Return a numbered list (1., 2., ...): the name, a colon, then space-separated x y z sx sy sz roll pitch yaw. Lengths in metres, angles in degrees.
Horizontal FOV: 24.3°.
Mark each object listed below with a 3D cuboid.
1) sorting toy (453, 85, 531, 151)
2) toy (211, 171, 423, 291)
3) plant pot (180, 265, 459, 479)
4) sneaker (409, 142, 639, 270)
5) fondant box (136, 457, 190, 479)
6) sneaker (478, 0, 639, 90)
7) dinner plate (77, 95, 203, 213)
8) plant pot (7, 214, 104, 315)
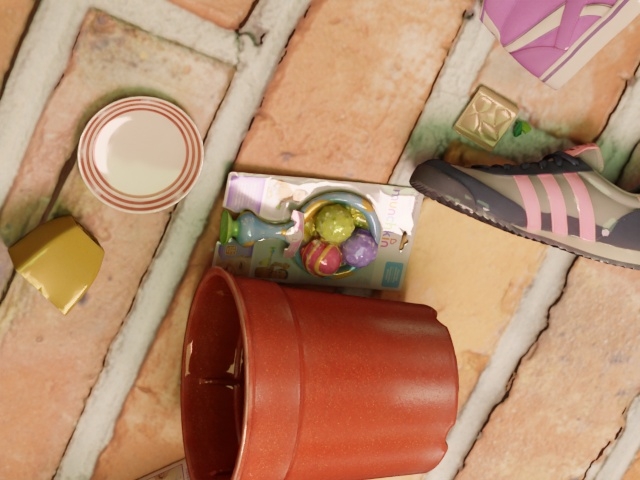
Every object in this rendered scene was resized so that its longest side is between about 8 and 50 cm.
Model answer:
1. sorting toy: 0.203 -0.135 1.730 0.083 0.012 0.062 29 102 -17
2. toy: 0.000 0.000 1.734 0.237 0.056 0.137 6 115 -13
3. plant pot: 0.001 0.170 1.712 0.265 0.272 0.272 3 114 -19
4. sneaker: 0.259 -0.064 1.736 0.319 0.112 0.131 17 94 -20
5. fondant box: -0.200 0.389 1.778 0.330 0.238 0.096 -23 118 2
6. sneaker: 0.272 -0.292 1.571 0.161 0.102 0.282 41 131 -4
7. dinner plate: -0.202 -0.097 1.674 0.141 0.017 0.141 -4 116 -9
8. plant pot: -0.292 0.019 1.681 0.083 0.081 0.081 -45 115 -2
